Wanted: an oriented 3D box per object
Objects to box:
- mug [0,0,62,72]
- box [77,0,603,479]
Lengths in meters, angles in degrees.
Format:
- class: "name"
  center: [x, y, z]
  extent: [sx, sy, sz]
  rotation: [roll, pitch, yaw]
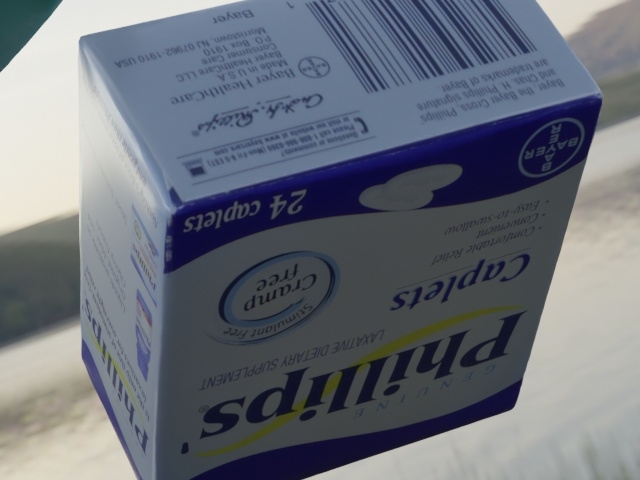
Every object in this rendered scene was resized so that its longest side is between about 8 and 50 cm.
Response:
- class: "mug"
  center: [-0.112, -0.118, 0.508]
  extent: [0.158, 0.097, 0.129]
  rotation: [-33, 30, 41]
- class: "box"
  center: [0.000, 0.000, 0.501]
  extent: [0.126, 0.072, 0.137]
  rotation: [-16, -39, -20]
